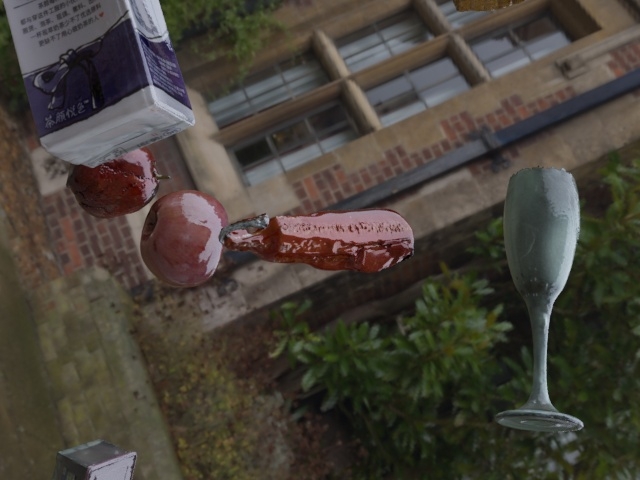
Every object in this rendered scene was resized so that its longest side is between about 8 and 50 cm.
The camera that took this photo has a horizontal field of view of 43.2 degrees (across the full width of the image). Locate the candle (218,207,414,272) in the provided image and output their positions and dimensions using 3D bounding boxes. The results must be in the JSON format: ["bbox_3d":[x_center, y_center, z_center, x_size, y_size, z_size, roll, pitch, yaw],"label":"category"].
[{"bbox_3d":[0.000,0.000,0.623,0.048,0.162,0.053,169,-81,-65],"label":"candle"}]

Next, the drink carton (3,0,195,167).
[{"bbox_3d":[-0.236,-0.207,0.845,0.102,0.134,0.222,16,55,-73],"label":"drink carton"}]

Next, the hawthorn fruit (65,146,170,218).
[{"bbox_3d":[-0.338,-0.109,1.365,0.148,0.172,0.148,-6,90,-85],"label":"hawthorn fruit"}]

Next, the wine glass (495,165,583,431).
[{"bbox_3d":[0.339,0.088,1.001,0.096,0.264,0.310,-34,-136,59],"label":"wine glass"}]

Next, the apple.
[{"bbox_3d":[-0.209,-0.005,1.232,0.153,0.120,0.153,-51,-152,41],"label":"apple"}]

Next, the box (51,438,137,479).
[{"bbox_3d":[-0.276,0.281,0.980,0.084,0.063,0.060,-2,107,-60],"label":"box"}]

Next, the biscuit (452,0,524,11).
[{"bbox_3d":[0.216,-0.344,0.963,0.224,0.144,0.033,49,47,-69],"label":"biscuit"}]
